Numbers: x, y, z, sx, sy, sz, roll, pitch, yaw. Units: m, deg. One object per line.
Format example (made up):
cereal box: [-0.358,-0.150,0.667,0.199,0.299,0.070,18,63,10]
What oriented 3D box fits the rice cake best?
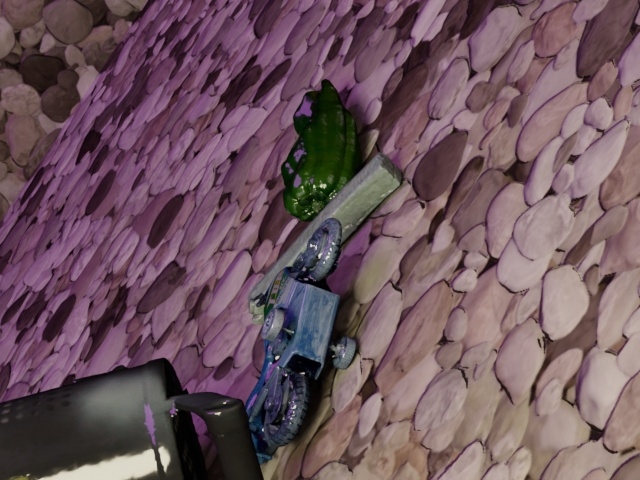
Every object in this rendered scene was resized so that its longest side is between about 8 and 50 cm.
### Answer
rice cake: [0.000,0.000,1.794,0.245,0.042,0.045,-48,23,21]

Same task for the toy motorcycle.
toy motorcycle: [-0.029,0.102,1.652,0.135,0.092,0.254,-36,37,61]

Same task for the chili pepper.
chili pepper: [0.002,-0.112,1.902,0.099,0.083,0.253,-56,16,28]

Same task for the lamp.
lamp: [-0.231,0.244,1.591,0.272,0.205,0.374,-20,11,-18]
